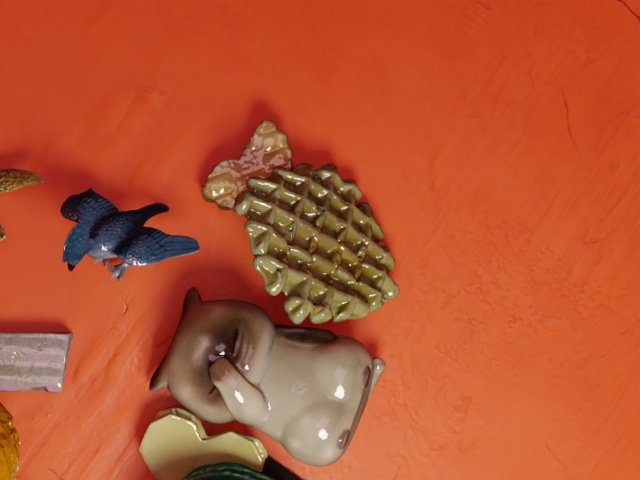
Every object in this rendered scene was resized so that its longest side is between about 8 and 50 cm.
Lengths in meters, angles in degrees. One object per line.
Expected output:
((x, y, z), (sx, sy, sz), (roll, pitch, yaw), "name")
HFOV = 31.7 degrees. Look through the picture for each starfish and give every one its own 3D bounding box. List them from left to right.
((-0.595, -0.091, 1.866), (0.277, 0.062, 0.236), (11, 82, 0), "starfish")

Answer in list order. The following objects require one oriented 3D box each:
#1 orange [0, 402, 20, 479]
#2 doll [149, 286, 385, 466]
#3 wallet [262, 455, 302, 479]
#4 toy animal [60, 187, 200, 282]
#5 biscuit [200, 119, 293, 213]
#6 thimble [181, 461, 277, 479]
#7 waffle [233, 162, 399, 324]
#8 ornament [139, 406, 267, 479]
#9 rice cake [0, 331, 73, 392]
((-0.610, 0.362, 1.663), (0.293, 0.340, 0.340), (17, 79, -6), "orange")
((-0.076, 0.224, 1.830), (0.370, 0.226, 0.215), (20, 91, -8), "doll")
((-0.018, 0.516, 1.890), (0.321, 0.044, 0.170), (36, 80, -3), "wallet")
((-0.329, -0.011, 1.836), (0.239, 0.176, 0.255), (30, 53, 12), "toy animal")
((-0.118, -0.112, 1.954), (0.183, 0.061, 0.118), (-43, 93, -11), "biscuit")
((-0.132, 0.496, 1.770), (0.288, 0.167, 0.254), (26, 108, -1), "thimble")
((0.000, 0.000, 1.882), (0.309, 0.056, 0.292), (-13, 75, -44), "waffle")
((-0.203, 0.381, 1.858), (0.201, 0.059, 0.180), (20, 100, 4), "ornament")
((-0.559, 0.197, 1.838), (0.298, 0.050, 0.106), (3, 82, -10), "rice cake")
